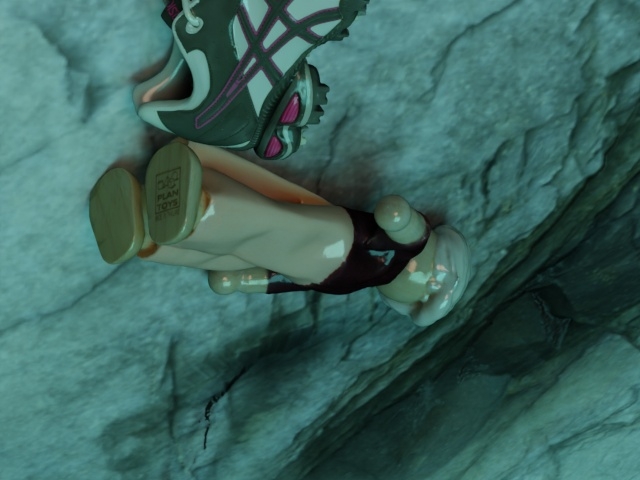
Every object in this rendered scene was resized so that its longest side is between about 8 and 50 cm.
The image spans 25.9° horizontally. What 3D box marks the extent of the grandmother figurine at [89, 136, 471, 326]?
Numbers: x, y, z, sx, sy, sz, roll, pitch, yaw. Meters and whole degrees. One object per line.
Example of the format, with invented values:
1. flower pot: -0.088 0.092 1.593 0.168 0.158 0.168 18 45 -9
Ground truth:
1. grandmother figurine: 0.000 0.000 1.107 0.208 0.104 0.342 -7 164 45

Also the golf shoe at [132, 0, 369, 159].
1. golf shoe: -0.038 -0.163 0.908 0.120 0.105 0.273 4 132 -22
